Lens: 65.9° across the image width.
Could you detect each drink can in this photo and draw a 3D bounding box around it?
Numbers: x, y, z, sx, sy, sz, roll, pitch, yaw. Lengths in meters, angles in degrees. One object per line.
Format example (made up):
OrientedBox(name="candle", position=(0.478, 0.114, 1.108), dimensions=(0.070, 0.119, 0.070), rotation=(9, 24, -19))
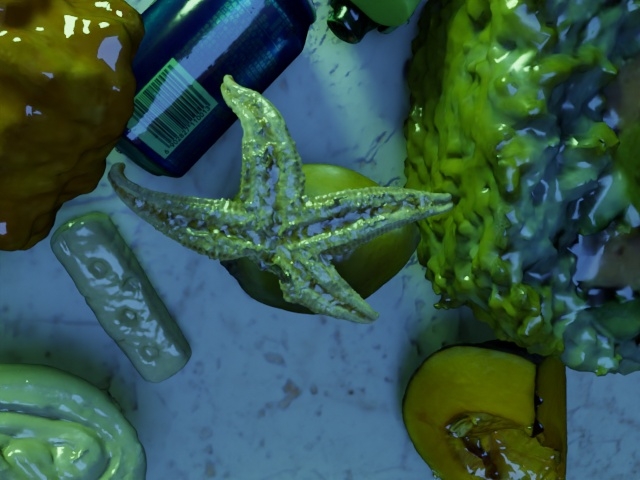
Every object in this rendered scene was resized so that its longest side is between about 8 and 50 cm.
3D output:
OrientedBox(name="drink can", position=(-0.105, -0.158, 0.433), dimensions=(0.205, 0.118, 0.118), rotation=(-45, 109, 1))

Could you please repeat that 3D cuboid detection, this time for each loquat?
OrientedBox(name="loquat", position=(0.000, 0.000, 0.478), dimensions=(0.195, 0.152, 0.152), rotation=(-9, 106, -9))

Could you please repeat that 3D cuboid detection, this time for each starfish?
OrientedBox(name="starfish", position=(-0.031, -0.033, 0.377), dimensions=(0.248, 0.050, 0.138), rotation=(28, 90, -7))

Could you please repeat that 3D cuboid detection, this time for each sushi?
OrientedBox(name="sushi", position=(0.271, -0.078, 0.474), dimensions=(0.352, 0.240, 0.396), rotation=(-3, 102, -11))

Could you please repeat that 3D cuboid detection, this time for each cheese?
OrientedBox(name="cheese", position=(-0.201, 0.063, 0.507), dimensions=(0.065, 0.043, 0.194), rotation=(-26, 110, 0))

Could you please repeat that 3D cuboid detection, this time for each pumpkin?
OrientedBox(name="pumpkin", position=(0.212, 0.220, 0.618), dimensions=(0.148, 0.169, 0.312), rotation=(-35, 119, -47))

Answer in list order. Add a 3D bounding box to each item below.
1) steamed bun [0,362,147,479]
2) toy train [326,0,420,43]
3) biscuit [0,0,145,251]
OrientedBox(name="steamed bun", position=(-0.359, 0.248, 0.434), dimensions=(0.310, 0.219, 0.324), rotation=(31, 70, -32))
OrientedBox(name="toy train", position=(0.097, -0.291, 0.423), dimensions=(0.105, 0.157, 0.253), rotation=(33, 93, -21))
OrientedBox(name="biscuit", position=(-0.305, -0.127, 0.348), dimensions=(0.318, 0.110, 0.312), rotation=(-36, 103, 31))
